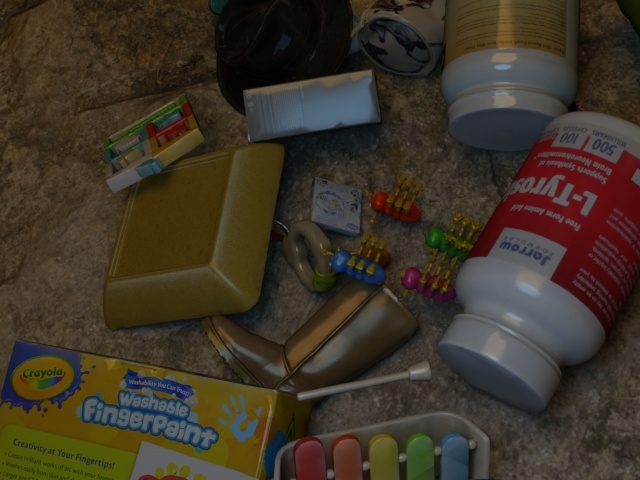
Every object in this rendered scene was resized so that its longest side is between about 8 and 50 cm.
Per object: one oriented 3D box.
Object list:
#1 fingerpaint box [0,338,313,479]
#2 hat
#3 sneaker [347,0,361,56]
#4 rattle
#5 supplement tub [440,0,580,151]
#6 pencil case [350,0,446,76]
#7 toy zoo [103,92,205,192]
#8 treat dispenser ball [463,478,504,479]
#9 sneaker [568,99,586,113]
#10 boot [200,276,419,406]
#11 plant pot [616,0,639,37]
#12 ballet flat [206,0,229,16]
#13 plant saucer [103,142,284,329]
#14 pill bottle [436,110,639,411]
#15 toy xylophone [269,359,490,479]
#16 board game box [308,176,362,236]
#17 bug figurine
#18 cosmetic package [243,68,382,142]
[{"bbox_3d":[-0.268,0.366,1.344,0.444,0.163,0.371,6,78,22],"label":"fingerpaint box"},{"bbox_3d":[-0.107,-0.404,1.751,0.331,0.134,0.331,-10,71,33],"label":"hat"},{"bbox_3d":[0.018,-0.441,1.829,0.092,0.087,0.229,-29,56,-19],"label":"sneaker"},{"bbox_3d":[0.000,0.000,1.576,0.142,0.130,0.199,-33,28,-16],"label":"rattle"},{"bbox_3d":[0.319,-0.329,1.547,0.228,0.228,0.316,1,74,19],"label":"supplement tub"},{"bbox_3d":[0.218,-0.502,1.739,0.183,0.160,0.410,30,71,-1],"label":"pencil case"},{"bbox_3d":[-0.316,-0.182,1.729,0.192,0.030,0.293,-30,28,-1],"label":"toy zoo"},{"bbox_3d":[0.205,0.436,1.113,0.288,0.288,0.288,-8,58,14],"label":"treat dispenser ball"},{"bbox_3d":[0.432,-0.198,1.566,0.057,0.047,0.119,-36,54,9],"label":"sneaker"},{"bbox_3d":[-0.019,0.137,1.464,0.269,0.089,0.236,-41,87,-6],"label":"boot"},{"bbox_3d":[0.665,-0.343,1.419,0.366,0.366,0.353,-16,69,9],"label":"plant pot"},{"bbox_3d":[-0.153,-0.556,1.964,0.232,0.080,0.073,-40,28,-10],"label":"ballet flat"},{"bbox_3d":[-0.241,-0.025,1.615,0.332,0.081,0.333,-10,57,30],"label":"plant saucer"},{"bbox_3d":[0.342,0.031,1.344,0.229,0.229,0.408,24,70,28],"label":"pill bottle"},{"bbox_3d":[0.072,0.298,1.259,0.322,0.236,0.081,-17,28,-7],"label":"toy xylophone"},{"bbox_3d":[0.026,-0.058,1.598,0.090,0.020,0.090,15,58,-17],"label":"board game box"},{"bbox_3d":[0.135,0.010,1.472,0.216,0.072,0.279,24,38,11],"label":"bug figurine"},{"bbox_3d":[-0.010,-0.240,1.656,0.237,0.127,0.107,-5,95,8],"label":"cosmetic package"}]
